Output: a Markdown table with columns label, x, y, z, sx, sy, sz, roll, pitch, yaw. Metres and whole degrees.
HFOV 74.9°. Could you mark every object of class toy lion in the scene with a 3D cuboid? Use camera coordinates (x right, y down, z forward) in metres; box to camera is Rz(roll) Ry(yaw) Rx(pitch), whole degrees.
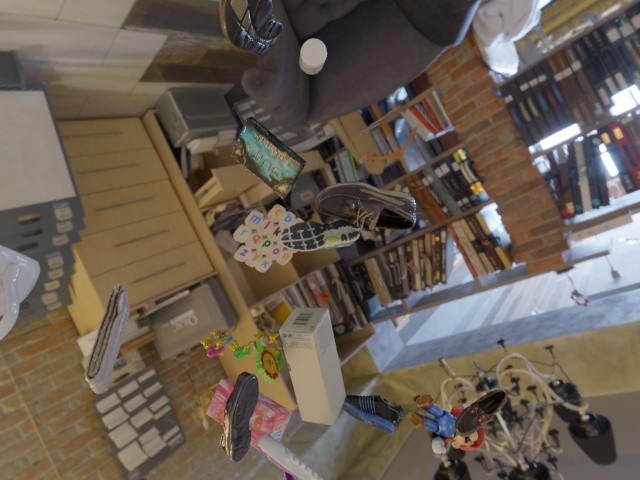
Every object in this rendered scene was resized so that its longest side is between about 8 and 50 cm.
| label | x | y | z | sx | sy | sz | roll | pitch | yaw |
| --- | --- | --- | --- | --- | --- | --- | --- | --- | --- |
| toy lion | -0.112 | 0.266 | 0.926 | 0.034 | 0.096 | 0.100 | -28 | 151 | 15 |

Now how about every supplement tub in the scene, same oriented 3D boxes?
| label | x | y | z | sx | sy | sz | roll | pitch | yaw |
| --- | --- | --- | --- | --- | --- | --- | --- | --- | --- |
| supplement tub | -0.021 | -0.500 | 1.140 | 0.070 | 0.071 | 0.107 | -26 | -170 | 0 |

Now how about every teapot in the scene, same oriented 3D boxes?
| label | x | y | z | sx | sy | sz | roll | pitch | yaw |
| --- | --- | --- | --- | --- | --- | --- | --- | --- | --- |
| teapot | -0.644 | 0.076 | 0.724 | 0.256 | 0.252 | 0.187 | -12 | -127 | 59 |

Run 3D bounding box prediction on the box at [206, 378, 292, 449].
| label | x | y | z | sx | sy | sz | roll | pitch | yaw |
| --- | --- | --- | --- | --- | --- | --- | --- | --- | --- |
| box | -0.288 | 0.690 | 1.672 | 0.299 | 0.154 | 0.142 | 18 | 169 | 32 |

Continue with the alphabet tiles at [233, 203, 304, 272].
| label | x | y | z | sx | sy | sz | roll | pitch | yaw |
| --- | --- | --- | --- | --- | --- | --- | --- | --- | --- |
| alphabet tiles | -0.202 | -0.005 | 1.665 | 0.284 | 0.021 | 0.278 | 33 | 102 | -40 |

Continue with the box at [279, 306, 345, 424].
| label | x | y | z | sx | sy | sz | roll | pitch | yaw |
| --- | --- | --- | --- | --- | --- | --- | --- | --- | --- |
| box | -0.014 | 0.309 | 1.036 | 0.094 | 0.276 | 0.113 | -2 | -159 | 23 |

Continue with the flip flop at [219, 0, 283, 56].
| label | x | y | z | sx | sy | sz | roll | pitch | yaw |
| --- | --- | --- | --- | --- | --- | --- | --- | --- | --- |
| flip flop | -0.144 | -0.446 | 0.835 | 0.112 | 0.080 | 0.277 | -45 | -176 | 15 |

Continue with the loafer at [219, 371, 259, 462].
| label | x | y | z | sx | sy | sz | roll | pitch | yaw |
| --- | --- | --- | --- | --- | --- | --- | --- | --- | --- |
| loafer | -0.266 | 0.539 | 1.296 | 0.095 | 0.303 | 0.109 | 18 | -163 | 32 |

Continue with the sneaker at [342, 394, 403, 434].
| label | x | y | z | sx | sy | sz | roll | pitch | yaw |
| --- | --- | --- | --- | --- | --- | --- | --- | --- | --- |
| sneaker | 0.162 | 0.550 | 1.383 | 0.232 | 0.082 | 0.090 | 14 | -133 | 37 |

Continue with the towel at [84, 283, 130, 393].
| label | x | y | z | sx | sy | sz | roll | pitch | yaw |
| --- | --- | --- | --- | --- | --- | --- | --- | --- | --- |
| towel | -0.606 | 0.283 | 1.208 | 0.048 | 0.283 | 0.187 | 11 | 147 | -13 |

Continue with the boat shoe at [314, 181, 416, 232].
| label | x | y | z | sx | sy | sz | roll | pitch | yaw |
| --- | --- | --- | --- | --- | --- | --- | --- | --- | --- |
| boat shoe | 0.160 | -0.104 | 1.386 | 0.354 | 0.130 | 0.133 | 2 | 135 | -10 |

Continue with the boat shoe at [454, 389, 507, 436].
| label | x | y | z | sx | sy | sz | roll | pitch | yaw |
| --- | --- | --- | --- | --- | --- | --- | --- | --- | --- |
| boat shoe | 0.522 | 0.558 | 1.365 | 0.206 | 0.073 | 0.073 | -36 | 151 | -12 |

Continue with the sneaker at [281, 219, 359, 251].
| label | x | y | z | sx | sy | sz | roll | pitch | yaw |
| --- | --- | --- | --- | --- | --- | --- | --- | --- | --- |
| sneaker | 0.000 | 0.000 | 1.442 | 0.274 | 0.107 | 0.110 | -3 | 155 | -11 |

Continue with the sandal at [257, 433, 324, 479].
| label | x | y | z | sx | sy | sz | roll | pitch | yaw |
| --- | --- | --- | --- | --- | --- | --- | --- | --- | --- |
| sandal | -0.048 | 0.723 | 1.226 | 0.102 | 0.416 | 0.169 | -48 | -167 | -22 |

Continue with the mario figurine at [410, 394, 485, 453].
| label | x | y | z | sx | sy | sz | roll | pitch | yaw |
| --- | --- | --- | --- | --- | --- | --- | --- | --- | --- |
| mario figurine | 0.522 | 0.721 | 1.625 | 0.198 | 0.320 | 0.170 | -56 | -164 | 17 |

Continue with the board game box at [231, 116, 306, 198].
| label | x | y | z | sx | sy | sz | roll | pitch | yaw |
| --- | --- | --- | --- | --- | --- | --- | --- | --- | --- |
| board game box | -0.137 | -0.212 | 1.084 | 0.026 | 0.186 | 0.126 | -45 | 173 | -50 |

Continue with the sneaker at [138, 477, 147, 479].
| label | x | y | z | sx | sy | sz | roll | pitch | yaw |
| --- | --- | --- | --- | --- | --- | --- | --- | --- | --- |
| sneaker | -0.468 | 0.709 | 1.132 | 0.042 | 0.067 | 0.118 | -25 | -144 | -17 |

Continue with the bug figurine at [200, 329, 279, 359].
| label | x | y | z | sx | sy | sz | roll | pitch | yaw |
| --- | --- | --- | --- | --- | --- | --- | --- | --- | --- |
| bug figurine | -0.299 | 0.379 | 1.519 | 0.278 | 0.072 | 0.216 | -1 | -178 | 24 |
